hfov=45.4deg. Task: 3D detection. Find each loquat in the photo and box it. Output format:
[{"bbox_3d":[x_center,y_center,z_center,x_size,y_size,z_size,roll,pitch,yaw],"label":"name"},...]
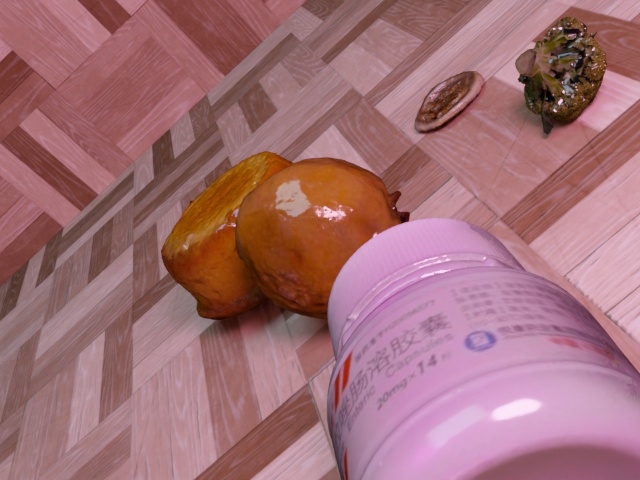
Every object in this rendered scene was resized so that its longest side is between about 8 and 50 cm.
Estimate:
[{"bbox_3d":[0.000,0.000,1.031,0.238,0.238,0.193,-34,7,20],"label":"loquat"}]

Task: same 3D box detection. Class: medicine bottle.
[{"bbox_3d":[0.125,0.133,0.632,0.241,0.241,0.302,-39,27,12],"label":"medicine bottle"}]

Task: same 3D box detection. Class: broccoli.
[{"bbox_3d":[0.315,-0.223,1.012,0.131,0.120,0.130,-42,47,46],"label":"broccoli"}]

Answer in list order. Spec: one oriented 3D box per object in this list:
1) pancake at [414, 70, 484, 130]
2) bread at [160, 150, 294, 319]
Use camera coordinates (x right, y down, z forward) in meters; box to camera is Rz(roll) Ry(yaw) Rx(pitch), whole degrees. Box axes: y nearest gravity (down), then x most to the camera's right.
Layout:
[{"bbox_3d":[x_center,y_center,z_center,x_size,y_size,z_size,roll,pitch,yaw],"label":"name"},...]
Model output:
[{"bbox_3d":[0.212,-0.235,1.285,0.139,0.022,0.139,-34,27,21],"label":"pancake"},{"bbox_3d":[-0.120,-0.012,1.273,0.312,0.172,0.312,-36,25,20],"label":"bread"}]
